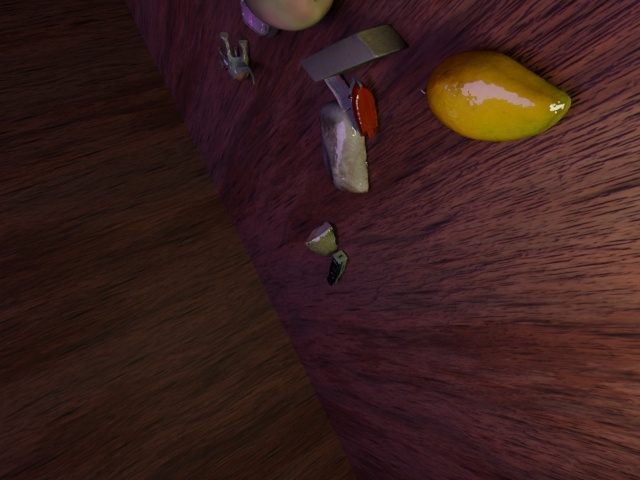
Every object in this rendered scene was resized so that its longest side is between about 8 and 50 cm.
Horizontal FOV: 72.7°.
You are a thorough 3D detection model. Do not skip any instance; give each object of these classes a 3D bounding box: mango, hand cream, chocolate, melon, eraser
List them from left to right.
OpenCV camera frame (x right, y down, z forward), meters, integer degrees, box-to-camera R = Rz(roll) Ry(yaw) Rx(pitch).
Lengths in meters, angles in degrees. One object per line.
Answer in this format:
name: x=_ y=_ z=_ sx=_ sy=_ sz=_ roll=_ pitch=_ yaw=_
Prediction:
melon: x=-0.098 y=-0.703 z=1.197 sx=0.317 sy=0.223 sz=0.223 roll=44 pitch=149 yaw=37
melon: x=-0.003 y=0.003 z=1.839 sx=0.202 sy=0.139 sz=0.093 roll=88 pitch=169 yaw=-46
hand cream: x=0.043 y=-0.495 z=1.339 sx=0.052 sy=0.038 sz=0.216 roll=-43 pitch=72 yaw=42
chocolate: x=0.065 y=-0.297 z=1.432 sx=0.185 sy=0.100 sz=0.303 roll=36 pitch=141 yaw=51
eraser: x=0.077 y=-0.502 z=1.181 sx=0.352 sy=0.111 sz=0.077 roll=14 pitch=128 yaw=59
mango: x=0.337 y=-0.290 z=0.881 sx=0.317 sy=0.119 sz=0.176 roll=30 pitch=137 yaw=37

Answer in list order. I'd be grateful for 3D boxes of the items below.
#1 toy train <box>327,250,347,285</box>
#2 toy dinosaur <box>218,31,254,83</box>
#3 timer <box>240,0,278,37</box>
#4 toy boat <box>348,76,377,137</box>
toy train: x=0.068 y=0.128 z=1.882 sx=0.052 sy=0.051 sz=0.234 roll=53 pitch=157 yaw=23
toy dinosaur: x=-0.335 y=-0.735 z=1.792 sx=0.393 sy=0.092 sz=0.205 roll=46 pitch=150 yaw=32
timer: x=-0.212 y=-0.817 z=1.498 sx=0.208 sy=0.069 sz=0.191 roll=49 pitch=149 yaw=31
toy boat: x=0.121 y=-0.384 z=1.260 sx=0.059 sy=0.069 sz=0.173 roll=49 pitch=161 yaw=57
